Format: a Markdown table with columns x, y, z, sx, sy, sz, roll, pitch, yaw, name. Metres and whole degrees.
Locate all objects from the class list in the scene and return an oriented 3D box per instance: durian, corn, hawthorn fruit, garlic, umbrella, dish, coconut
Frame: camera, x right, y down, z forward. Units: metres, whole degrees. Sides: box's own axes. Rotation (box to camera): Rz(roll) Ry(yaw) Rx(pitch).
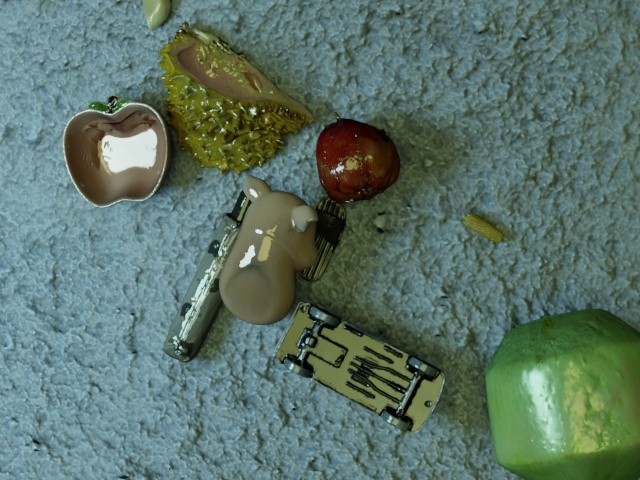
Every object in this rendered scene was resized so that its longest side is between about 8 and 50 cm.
| x | y | z | sx | sy | sz | roll | pitch | yaw | name |
| --- | --- | --- | --- | --- | --- | --- | --- | --- | --- |
| -0.187 | -0.223 | 1.918 | 0.305 | 0.185 | 0.196 | 33 | 120 | -1 | durian |
| 0.286 | -0.023 | 1.882 | 0.083 | 0.028 | 0.027 | 32 | 91 | 3 | corn |
| 0.059 | -0.151 | 1.861 | 0.148 | 0.148 | 0.172 | -24 | 69 | 9 | hawthorn fruit |
| -0.303 | -0.435 | 1.955 | 0.053 | 0.041 | 0.083 | -22 | 80 | 22 | garlic |
| -0.194 | 0.065 | 1.937 | 0.067 | 0.073 | 0.337 | 25 | 95 | -1 | umbrella |
| -0.358 | -0.164 | 1.943 | 0.213 | 0.090 | 0.213 | 1 | 95 | 14 | dish |
| 0.422 | 0.283 | 1.743 | 0.328 | 0.281 | 0.328 | -2 | 81 | 13 | coconut |

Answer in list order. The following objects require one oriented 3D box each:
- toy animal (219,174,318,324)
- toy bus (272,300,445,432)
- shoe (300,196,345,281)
| x | y | z | sx | sy | sz | roll | pitch | yaw | name |
| --- | --- | --- | --- | --- | --- | --- | --- | --- | --- |
| -0.092 | 0.029 | 1.856 | 0.166 | 0.154 | 0.250 | 22 | 107 | 16 | toy animal |
| 0.073 | 0.222 | 1.871 | 0.292 | 0.133 | 0.125 | 27 | 90 | 9 | toy bus |
| 0.000 | 0.000 | 1.916 | 0.062 | 0.053 | 0.159 | 21 | 98 | 11 | shoe |
